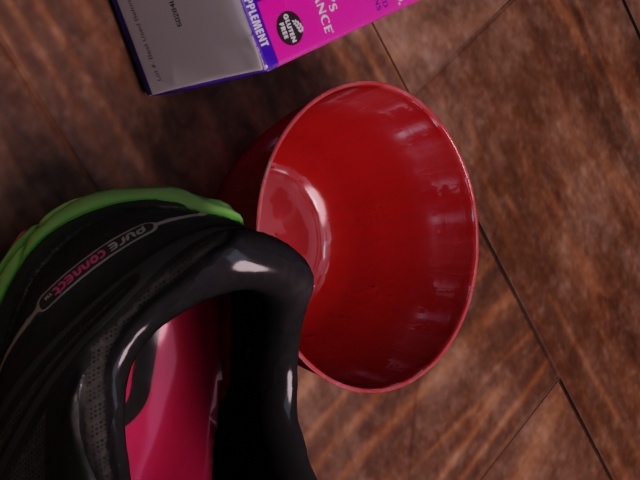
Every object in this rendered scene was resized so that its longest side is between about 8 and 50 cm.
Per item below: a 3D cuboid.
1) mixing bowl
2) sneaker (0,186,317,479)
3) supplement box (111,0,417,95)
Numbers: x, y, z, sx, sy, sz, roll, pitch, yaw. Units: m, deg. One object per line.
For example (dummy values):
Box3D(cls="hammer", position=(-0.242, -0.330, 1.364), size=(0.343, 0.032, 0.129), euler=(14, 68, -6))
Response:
Box3D(cls="mixing bowl", position=(0.000, 0.000, 0.897), size=(0.181, 0.098, 0.181), euler=(3, 85, -43))
Box3D(cls="sneaker", position=(-0.100, 0.207, 0.729), size=(0.185, 0.202, 0.482), euler=(10, 81, -41))
Box3D(cls="supplement box", position=(-0.010, -0.178, 0.891), size=(0.220, 0.114, 0.111), euler=(-32, 108, -40))
